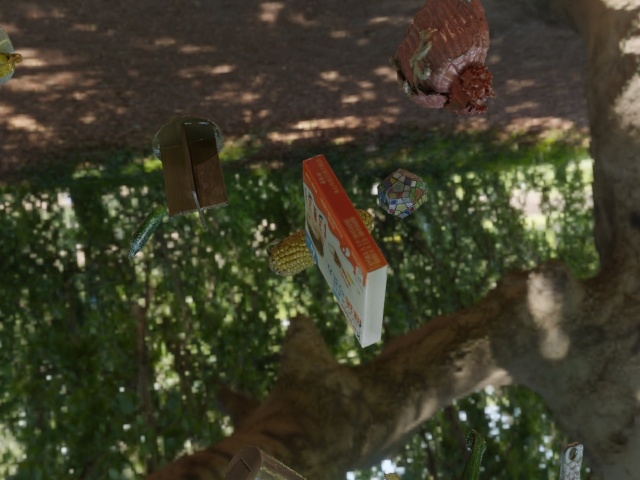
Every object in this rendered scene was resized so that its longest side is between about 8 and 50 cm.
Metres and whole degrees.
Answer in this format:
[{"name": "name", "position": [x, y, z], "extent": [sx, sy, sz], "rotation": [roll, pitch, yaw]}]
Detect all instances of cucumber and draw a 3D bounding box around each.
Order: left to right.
[{"name": "cucumber", "position": [-0.394, -0.019, 1.834], "extent": [0.155, 0.037, 0.037], "rotation": [-53, 161, 16]}]

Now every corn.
[{"name": "corn", "position": [0.000, 0.000, 2.099], "extent": [0.293, 0.106, 0.106], "rotation": [-26, -178, -12]}]

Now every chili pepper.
[{"name": "chili pepper", "position": [0.392, 0.634, 2.178], "extent": [0.074, 0.256, 0.100], "rotation": [18, 173, -5]}]

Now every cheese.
[{"name": "cheese", "position": [0.482, 0.529, 1.605], "extent": [0.163, 0.286, 0.082], "rotation": [-2, -166, -32]}]

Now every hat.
[{"name": "hat", "position": [0.218, -0.326, 1.444], "extent": [0.107, 0.286, 0.236], "rotation": [5, 139, -29]}]

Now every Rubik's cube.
[{"name": "Rubik's cube", "position": [0.179, -0.105, 1.814], "extent": [0.111, 0.093, 0.111], "rotation": [21, -158, -9]}]

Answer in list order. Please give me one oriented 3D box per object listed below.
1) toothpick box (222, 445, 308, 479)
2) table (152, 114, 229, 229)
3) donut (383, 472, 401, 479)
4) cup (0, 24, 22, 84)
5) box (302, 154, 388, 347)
[{"name": "toothpick box", "position": [-0.104, 0.518, 1.726], "extent": [0.181, 0.111, 0.111], "rotation": [41, 150, -30]}, {"name": "table", "position": [-0.290, -0.148, 1.871], "extent": [0.167, 0.226, 0.167], "rotation": [-9, 141, -8]}, {"name": "donut", "position": [0.209, 0.681, 2.256], "extent": [0.038, 0.083, 0.067], "rotation": [-24, 135, 9]}, {"name": "cup", "position": [-0.713, -0.342, 1.602], "extent": [0.241, 0.185, 0.226], "rotation": [9, -142, 19]}, {"name": "box", "position": [0.041, 0.023, 1.518], "extent": [0.048, 0.273, 0.265], "rotation": [-21, 146, -13]}]
